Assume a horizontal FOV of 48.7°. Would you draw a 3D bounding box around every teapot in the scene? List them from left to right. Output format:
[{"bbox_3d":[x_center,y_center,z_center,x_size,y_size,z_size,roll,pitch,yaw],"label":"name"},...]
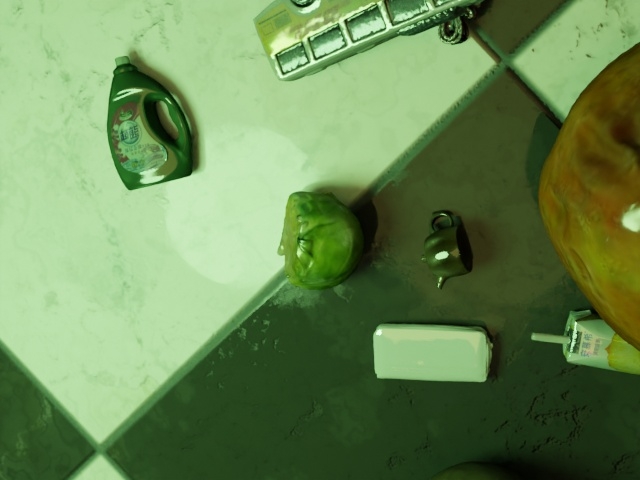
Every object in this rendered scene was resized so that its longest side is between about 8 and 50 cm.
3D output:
[{"bbox_3d":[0.185,0.013,1.074,0.068,0.076,0.121,-15,71,25],"label":"teapot"}]

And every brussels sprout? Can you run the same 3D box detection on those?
[{"bbox_3d":[0.005,0.000,1.087,0.122,0.151,0.149,6,77,-17],"label":"brussels sprout"}]

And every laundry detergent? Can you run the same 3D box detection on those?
[{"bbox_3d":[-0.284,-0.195,1.146,0.137,0.063,0.211,-11,97,14],"label":"laundry detergent"}]

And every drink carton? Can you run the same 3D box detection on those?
[{"bbox_3d":[0.412,0.150,1.045,0.199,0.074,0.084,9,103,13],"label":"drink carton"}]

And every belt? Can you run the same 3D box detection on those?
[{"bbox_3d":[0.173,-0.395,0.995,0.071,0.053,0.232,-16,97,15],"label":"belt"}]

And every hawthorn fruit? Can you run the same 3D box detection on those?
[{"bbox_3d":[0.482,-0.048,0.802,0.471,0.472,0.472,3,103,13],"label":"hawthorn fruit"}]

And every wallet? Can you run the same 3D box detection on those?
[{"bbox_3d":[0.179,0.179,1.130,0.189,0.033,0.095,-2,103,15],"label":"wallet"}]

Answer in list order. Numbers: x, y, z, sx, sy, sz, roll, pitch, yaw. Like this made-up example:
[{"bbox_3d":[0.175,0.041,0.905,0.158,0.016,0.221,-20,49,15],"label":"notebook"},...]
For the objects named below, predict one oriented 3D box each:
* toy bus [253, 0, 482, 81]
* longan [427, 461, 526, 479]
[{"bbox_3d":[0.069,-0.335,0.977,0.342,0.097,0.138,-15,99,29],"label":"toy bus"},{"bbox_3d":[0.239,0.467,1.077,0.257,0.258,0.258,3,103,13],"label":"longan"}]
